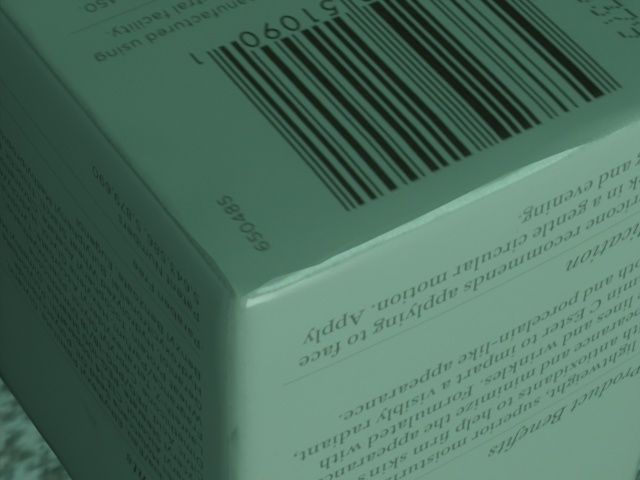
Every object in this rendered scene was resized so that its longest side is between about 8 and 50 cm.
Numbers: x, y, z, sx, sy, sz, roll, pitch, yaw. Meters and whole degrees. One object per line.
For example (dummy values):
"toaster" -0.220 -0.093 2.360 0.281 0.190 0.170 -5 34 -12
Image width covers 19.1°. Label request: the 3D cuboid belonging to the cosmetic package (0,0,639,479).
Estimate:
"cosmetic package" 0.000 0.000 0.534 0.151 0.151 0.183 -24 143 -24
